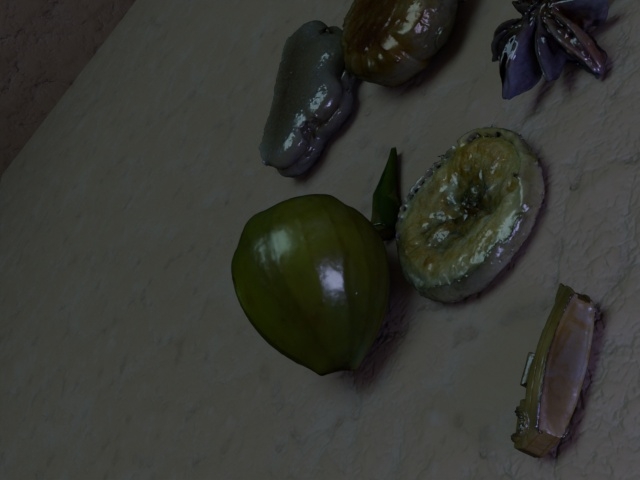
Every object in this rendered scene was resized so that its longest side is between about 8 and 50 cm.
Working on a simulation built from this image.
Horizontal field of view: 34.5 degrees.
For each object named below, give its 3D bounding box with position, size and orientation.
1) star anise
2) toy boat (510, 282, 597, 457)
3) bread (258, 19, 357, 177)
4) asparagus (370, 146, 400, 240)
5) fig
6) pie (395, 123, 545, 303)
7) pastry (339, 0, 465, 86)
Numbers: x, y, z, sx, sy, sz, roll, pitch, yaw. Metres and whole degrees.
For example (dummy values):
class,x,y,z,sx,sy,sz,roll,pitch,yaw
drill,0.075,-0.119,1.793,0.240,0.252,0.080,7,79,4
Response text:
class,x,y,z,sx,sy,sz,roll,pitch,yaw
star anise,0.326,-0.293,1.458,0.229,0.093,0.236,-52,34,4
toy boat,0.268,0.147,1.189,0.206,0.064,0.072,-69,12,-18
bread,-0.010,-0.284,1.953,0.183,0.102,0.337,-23,48,48
asparagus,0.104,-0.079,1.658,0.045,0.041,0.178,-26,43,34
fig,-0.007,0.071,1.514,0.239,0.239,0.271,-37,58,36
pie,0.202,-0.039,1.456,0.274,0.055,0.274,-37,37,35
pastry,0.140,-0.373,1.783,0.235,0.121,0.257,-60,31,9
